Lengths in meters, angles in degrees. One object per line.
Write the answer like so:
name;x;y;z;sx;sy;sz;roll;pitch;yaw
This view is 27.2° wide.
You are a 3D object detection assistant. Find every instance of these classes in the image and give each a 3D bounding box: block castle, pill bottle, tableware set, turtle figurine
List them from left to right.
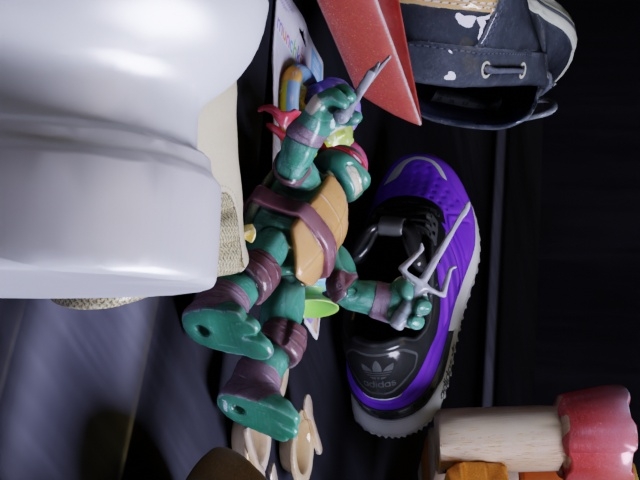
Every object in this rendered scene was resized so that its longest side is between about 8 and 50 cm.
pill bottle;-0.094;-0.125;0.400;0.162;0.162;0.278;23;67;-74
tableware set;-0.030;0.139;0.902;0.168;0.020;0.141;-70;154;-54
turtle figurine;0.000;0.000;0.838;0.175;0.118;0.234;55;48;-29
block castle;0.199;0.347;1.152;0.453;0.213;0.303;90;-2;-54

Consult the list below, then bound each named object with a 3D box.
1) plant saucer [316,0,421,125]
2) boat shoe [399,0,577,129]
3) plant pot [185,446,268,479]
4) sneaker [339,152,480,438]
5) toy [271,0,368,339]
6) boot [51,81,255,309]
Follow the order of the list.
plant saucer;0.012;-0.246;0.969;0.259;0.048;0.258;60;19;-63
boat shoe;0.150;-0.188;1.325;0.500;0.187;0.156;8;90;-75
plant pot;-0.025;0.220;0.662;0.236;0.032;0.236;50;-30;43
sneaker;0.077;0.013;1.163;0.146;0.102;0.293;70;23;-49
toy;0.003;-0.058;0.979;0.137;0.056;0.237;57;35;-66
boot;-0.067;-0.090;0.630;0.262;0.095;0.203;-45;131;-68
